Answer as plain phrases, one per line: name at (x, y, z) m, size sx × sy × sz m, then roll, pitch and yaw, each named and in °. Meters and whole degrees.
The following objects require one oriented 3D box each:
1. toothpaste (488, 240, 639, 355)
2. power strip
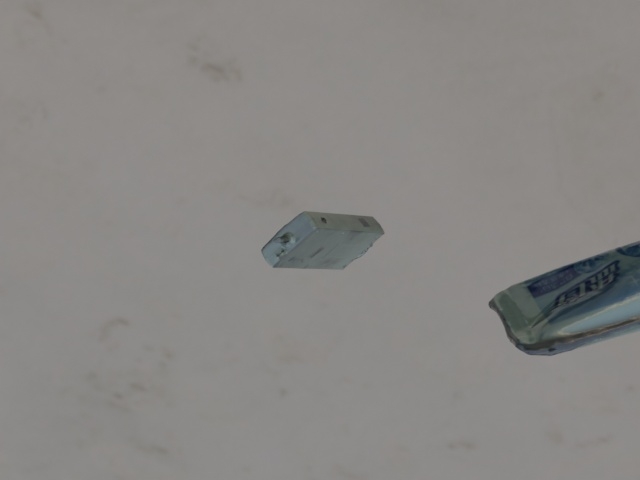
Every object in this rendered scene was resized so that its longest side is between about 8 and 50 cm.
toothpaste at (0.226, 0.008, 0.869) m, size 0.268 × 0.069 × 0.047 m, roll -17°, pitch 143°, yaw -1°
power strip at (0.000, 0.000, 1.183) m, size 0.051 × 0.019 × 0.136 m, roll -40°, pitch 161°, yaw 22°
